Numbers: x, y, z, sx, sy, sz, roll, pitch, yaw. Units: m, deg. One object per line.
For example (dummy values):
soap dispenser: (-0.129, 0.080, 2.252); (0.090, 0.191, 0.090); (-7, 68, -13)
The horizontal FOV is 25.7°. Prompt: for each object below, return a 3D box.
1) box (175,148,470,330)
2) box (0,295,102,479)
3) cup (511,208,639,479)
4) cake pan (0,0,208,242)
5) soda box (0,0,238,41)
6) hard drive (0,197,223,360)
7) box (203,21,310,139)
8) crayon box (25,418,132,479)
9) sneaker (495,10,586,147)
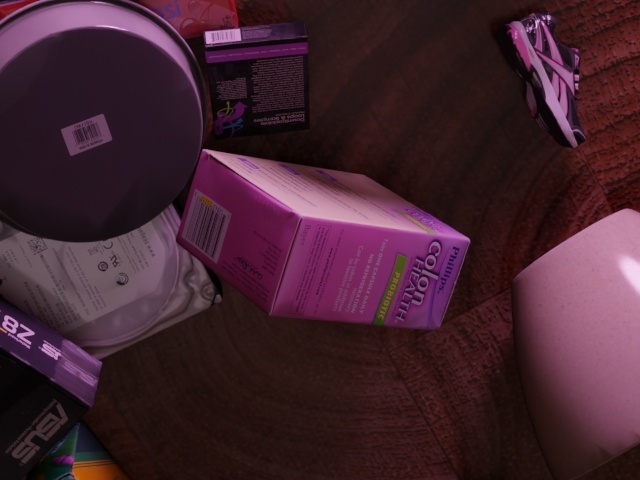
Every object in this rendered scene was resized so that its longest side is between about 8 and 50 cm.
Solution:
box: (0.000, 0.000, 1.576); (0.243, 0.213, 0.117); (6, 108, -38)
box: (-0.499, 0.201, 1.635); (0.318, 0.097, 0.395); (37, 115, -21)
cup: (0.358, 0.105, 1.660); (0.331, 0.331, 0.237); (-32, 80, 4)
cake pan: (-0.258, -0.122, 1.536); (0.293, 0.054, 0.293); (-9, 118, -18)
soda box: (-0.229, -0.259, 1.587); (0.263, 0.092, 0.083); (-13, 107, -2)
hard drive: (-0.317, 0.039, 1.680); (0.339, 0.064, 0.237); (-24, 106, 3)
box: (-0.072, -0.182, 1.612); (0.116, 0.029, 0.162); (-6, 143, -4)
crayon box: (-0.251, 0.372, 1.728); (0.081, 0.165, 0.278); (-33, 107, 4)
sneaker: (0.284, -0.193, 1.671); (0.077, 0.072, 0.178); (-32, 112, -7)
